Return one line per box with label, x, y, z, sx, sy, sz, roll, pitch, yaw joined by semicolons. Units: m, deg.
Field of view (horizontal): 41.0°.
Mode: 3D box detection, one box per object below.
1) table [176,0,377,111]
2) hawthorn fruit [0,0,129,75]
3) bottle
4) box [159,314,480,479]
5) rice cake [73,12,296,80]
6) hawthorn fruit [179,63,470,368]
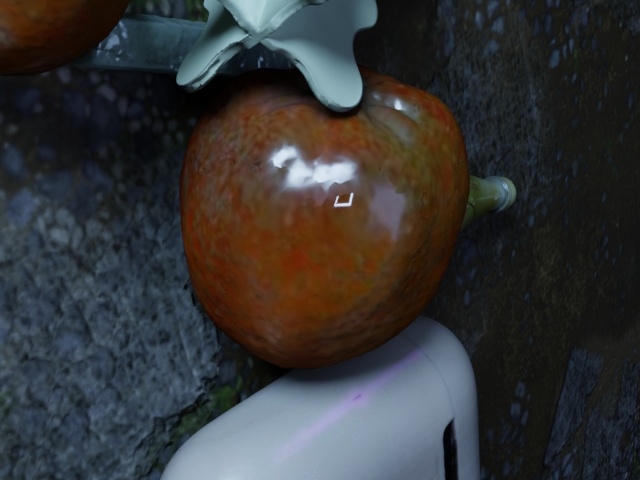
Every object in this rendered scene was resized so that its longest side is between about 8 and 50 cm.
table;-0.021;-0.192;0.544;0.166;0.167;0.198;50;40;-43
hawthorn fruit;-0.162;-0.160;0.433;0.149;0.189;0.149;0;89;-21
bottle;0.120;-0.039;0.850;0.270;0.083;0.083;-10;107;-49
box;0.016;0.240;0.759;0.349;0.141;0.288;-26;118;-42
rice cake;-0.072;-0.138;0.633;0.245;0.045;0.042;-4;102;-48
hawthorn fruit;0.000;0.000;0.646;0.210;0.210;0.262;-34;143;-39
